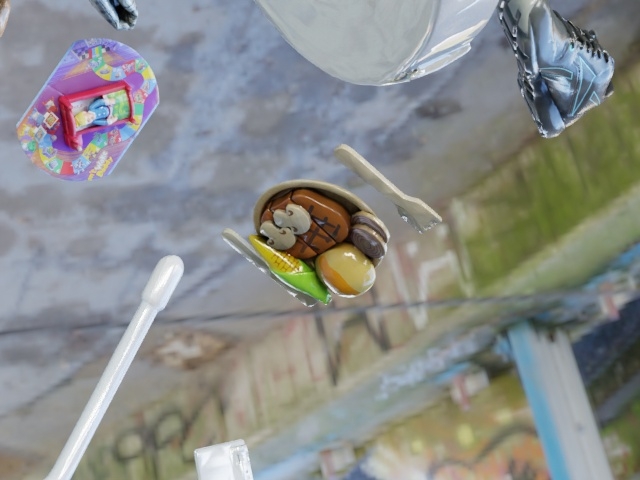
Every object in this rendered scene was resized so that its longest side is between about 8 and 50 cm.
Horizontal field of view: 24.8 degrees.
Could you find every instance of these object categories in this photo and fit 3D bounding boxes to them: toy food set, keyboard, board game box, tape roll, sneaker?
[{"bbox_3d":[0.000,0.000,1.288,0.132,0.038,0.192,38,136,-17],"label":"toy food set"},{"bbox_3d":[-0.096,0.367,1.717,0.072,0.256,0.014,-8,174,-32],"label":"keyboard"},{"bbox_3d":[-0.248,-0.136,1.603,0.133,0.033,0.168,32,96,-40],"label":"board game box"},{"bbox_3d":[0.008,-0.315,1.176,0.072,0.392,0.392,-27,158,-24],"label":"tape roll"},{"bbox_3d":[0.267,-0.216,1.636,0.106,0.101,0.267,-22,153,7],"label":"sneaker"}]

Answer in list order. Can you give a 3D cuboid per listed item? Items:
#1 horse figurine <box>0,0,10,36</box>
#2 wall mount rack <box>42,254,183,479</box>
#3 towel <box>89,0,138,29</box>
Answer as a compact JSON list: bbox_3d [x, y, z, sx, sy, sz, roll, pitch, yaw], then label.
[{"bbox_3d":[-0.425,-0.294,1.784,0.066,0.174,0.263,-3,-177,-28],"label":"horse figurine"},{"bbox_3d":[-0.257,0.106,0.925,0.350,0.130,0.304,10,-154,38],"label":"wall mount rack"},{"bbox_3d":[-0.314,-0.401,1.483,0.056,0.312,0.324,-36,151,-2],"label":"towel"}]
